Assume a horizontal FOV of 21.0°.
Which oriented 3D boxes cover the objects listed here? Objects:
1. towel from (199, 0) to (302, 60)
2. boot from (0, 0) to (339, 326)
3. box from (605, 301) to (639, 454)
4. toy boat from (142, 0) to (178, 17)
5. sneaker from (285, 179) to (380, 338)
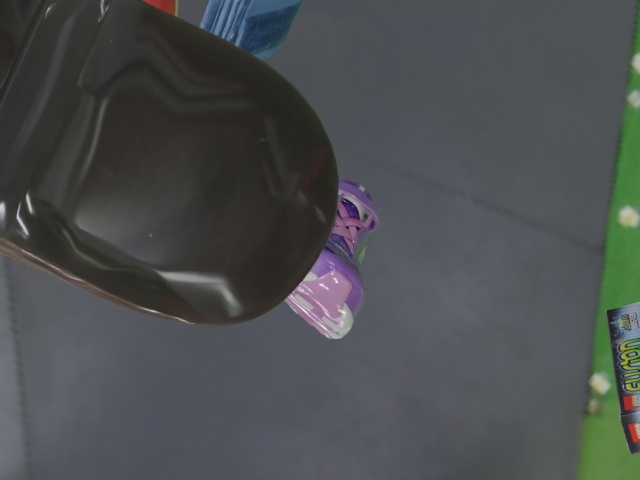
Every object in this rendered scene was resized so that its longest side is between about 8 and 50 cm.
[{"bbox_3d":[-0.030,-0.150,0.991,0.029,0.067,0.119,43,131,23],"label":"towel"},{"bbox_3d":[-0.145,-0.069,0.491,0.305,0.112,0.115,35,168,-22],"label":"boot"},{"bbox_3d":[0.294,0.098,1.395,0.114,0.207,0.036,-15,109,11],"label":"box"},{"bbox_3d":[-0.224,-0.257,1.600,0.151,0.151,0.231,-5,99,22],"label":"toy boat"},{"bbox_3d":[0.000,0.000,1.274,0.095,0.104,0.236,46,179,-11],"label":"sneaker"}]
